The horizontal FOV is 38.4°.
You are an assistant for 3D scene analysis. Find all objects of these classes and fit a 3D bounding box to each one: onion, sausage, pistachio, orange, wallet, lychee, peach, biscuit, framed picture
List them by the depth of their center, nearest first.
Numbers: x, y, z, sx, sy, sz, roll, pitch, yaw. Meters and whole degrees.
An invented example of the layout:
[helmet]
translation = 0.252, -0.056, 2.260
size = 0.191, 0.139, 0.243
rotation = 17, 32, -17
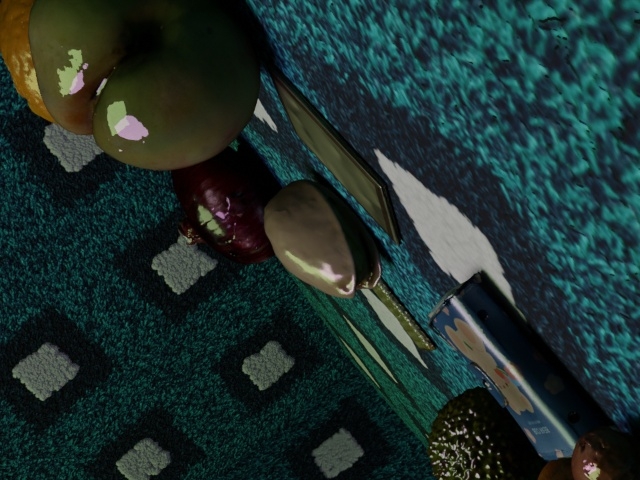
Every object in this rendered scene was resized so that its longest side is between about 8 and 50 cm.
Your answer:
[sausage]
translation = 0.281, 0.275, 0.886
size = 0.079, 0.087, 0.327
rotation = 11, 138, 27
[wallet]
translation = 0.198, 0.131, 0.951
size = 0.202, 0.059, 0.141
rotation = 49, 167, 11
[peach]
translation = -0.209, -0.219, 1.119
size = 0.292, 0.247, 0.292
rotation = 31, 178, 1
[framed picture]
translation = 0.019, -0.104, 1.144
size = 0.231, 0.010, 0.173
rotation = 49, 174, 24
[lychee]
translation = 0.212, 0.263, 1.172
size = 0.171, 0.171, 0.171
rotation = 51, 174, 7
[pistachio]
translation = 0.000, 0.000, 1.383
size = 0.223, 0.126, 0.152
rotation = 48, 137, 29
[biscuit]
translation = 0.117, 0.100, 1.601
size = 0.231, 0.016, 0.139
rotation = 52, 175, 4
[orange]
translation = -0.412, -0.347, 1.620
size = 0.341, 0.293, 0.340
rotation = 54, 174, 8
[onion]
translation = -0.207, -0.075, 1.969
size = 0.314, 0.232, 0.314
rotation = 52, 176, 5

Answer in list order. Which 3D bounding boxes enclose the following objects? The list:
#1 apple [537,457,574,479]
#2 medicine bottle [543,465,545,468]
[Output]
[apple]
translation = 0.294, 0.301, 1.035
size = 0.114, 0.099, 0.102
rotation = 44, 173, 36
[medicine bottle]
translation = 0.391, 0.482, 1.315
size = 0.352, 0.110, 0.110
rotation = 49, 173, 28
